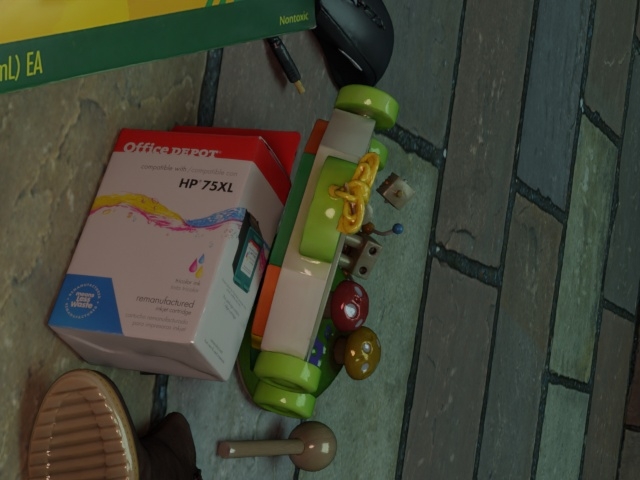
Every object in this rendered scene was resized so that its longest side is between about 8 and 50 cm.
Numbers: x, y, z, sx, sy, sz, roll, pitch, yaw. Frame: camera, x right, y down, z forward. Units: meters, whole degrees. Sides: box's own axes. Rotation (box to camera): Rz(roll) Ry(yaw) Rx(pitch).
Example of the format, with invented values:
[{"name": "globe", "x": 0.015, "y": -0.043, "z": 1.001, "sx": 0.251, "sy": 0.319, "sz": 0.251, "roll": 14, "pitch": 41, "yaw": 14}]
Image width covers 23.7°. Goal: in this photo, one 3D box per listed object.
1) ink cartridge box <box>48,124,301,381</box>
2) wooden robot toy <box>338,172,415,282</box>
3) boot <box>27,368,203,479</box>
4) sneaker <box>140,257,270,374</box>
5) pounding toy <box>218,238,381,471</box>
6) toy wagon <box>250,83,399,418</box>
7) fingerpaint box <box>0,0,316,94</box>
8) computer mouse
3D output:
[{"name": "ink cartridge box", "x": -0.112, "y": -0.011, "z": 1.227, "sx": 0.078, "sy": 0.134, "sz": 0.231, "roll": 56, "pitch": 44, "yaw": -55}, {"name": "wooden robot toy", "x": 0.032, "y": -0.002, "z": 1.662, "sx": 0.173, "sy": 0.076, "sz": 0.079, "roll": -63, "pitch": -162, "yaw": 7}, {"name": "boot", "x": -0.160, "y": 0.187, "z": 1.263, "sx": 0.207, "sy": 0.090, "sz": 0.249, "roll": -59, "pitch": 147, "yaw": -66}, {"name": "sneaker", "x": -0.110, "y": 0.044, "z": 1.331, "sx": 0.221, "sy": 0.083, "sz": 0.087, "roll": -63, "pitch": 143, "yaw": -57}, {"name": "pounding toy", "x": 0.003, "y": 0.114, "z": 1.525, "sx": 0.183, "sy": 0.110, "sz": 0.237, "roll": 21, "pitch": 76, "yaw": -59}, {"name": "toy wagon", "x": 0.000, "y": 0.000, "z": 1.300, "sx": 0.344, "sy": 0.068, "sz": 0.267, "roll": 98, "pitch": 8, "yaw": -73}, {"name": "fingerpaint box", "x": -0.201, "y": -0.268, "z": 0.798, "sx": 0.444, "sy": 0.163, "sz": 0.371, "roll": -20, "pitch": 114, "yaw": -47}, {"name": "computer mouse", "x": 0.020, "y": -0.212, "z": 1.574, "sx": 0.262, "sy": 0.060, "sz": 0.184, "roll": 63, "pitch": 39, "yaw": -51}]
